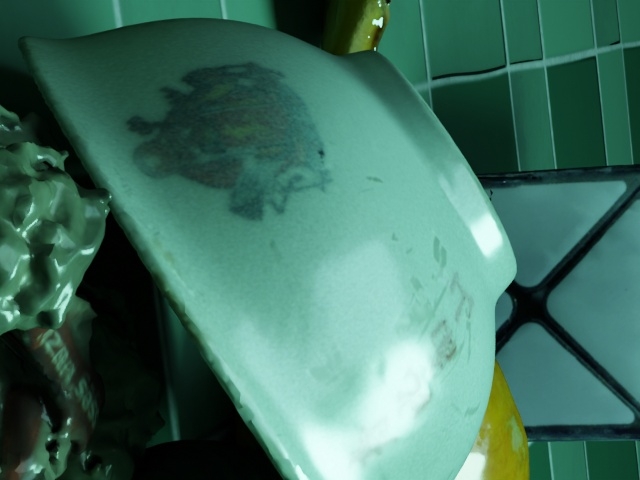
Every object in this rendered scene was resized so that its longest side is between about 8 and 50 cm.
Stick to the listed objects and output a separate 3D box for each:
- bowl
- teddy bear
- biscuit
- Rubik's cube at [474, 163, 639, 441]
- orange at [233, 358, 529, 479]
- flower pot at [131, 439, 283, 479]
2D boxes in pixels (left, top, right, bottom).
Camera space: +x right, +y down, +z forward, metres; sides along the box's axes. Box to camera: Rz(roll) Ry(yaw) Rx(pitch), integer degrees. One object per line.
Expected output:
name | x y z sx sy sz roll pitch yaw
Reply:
bowl | 0.000 0.000 1.009 0.435 0.196 0.435 57 -3 5
teddy bear | -0.176 0.099 0.872 0.367 0.224 0.357 -13 112 -67
biscuit | 0.035 -0.264 1.500 0.154 0.045 0.299 111 -13 -46
Rubik's cube | 0.286 0.070 1.755 0.307 0.305 0.310 3 84 -66
orange | 0.052 0.169 1.289 0.261 0.261 0.261 -4 90 -65
flower pot | -0.081 0.244 1.100 0.243 0.157 0.189 54 44 -46
